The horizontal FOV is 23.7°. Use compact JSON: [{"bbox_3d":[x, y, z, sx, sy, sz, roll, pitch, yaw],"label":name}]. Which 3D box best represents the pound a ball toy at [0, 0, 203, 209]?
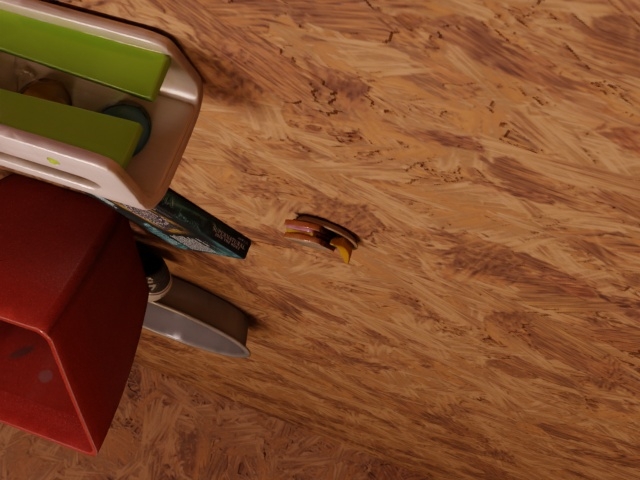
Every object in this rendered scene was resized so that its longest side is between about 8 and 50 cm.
[{"bbox_3d":[-0.284,-0.095,1.297,0.319,0.208,0.136,16,166,19],"label":"pound a ball toy"}]

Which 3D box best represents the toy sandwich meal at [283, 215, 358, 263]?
[{"bbox_3d":[0.000,0.000,1.621,0.085,0.029,0.085,20,167,5],"label":"toy sandwich meal"}]

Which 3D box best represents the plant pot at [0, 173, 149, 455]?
[{"bbox_3d":[-0.364,0.072,1.940,0.267,0.236,0.267,16,144,21],"label":"plant pot"}]

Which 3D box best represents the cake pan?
[{"bbox_3d":[-0.235,0.102,2.356,0.293,0.054,0.293,21,167,5],"label":"cake pan"}]

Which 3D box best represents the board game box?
[{"bbox_3d":[-0.186,-0.032,1.798,0.126,0.026,0.186,9,162,44],"label":"board game box"}]

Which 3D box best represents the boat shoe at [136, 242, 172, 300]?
[{"bbox_3d":[-0.313,0.017,2.102,0.228,0.080,0.076,23,150,9],"label":"boat shoe"}]
